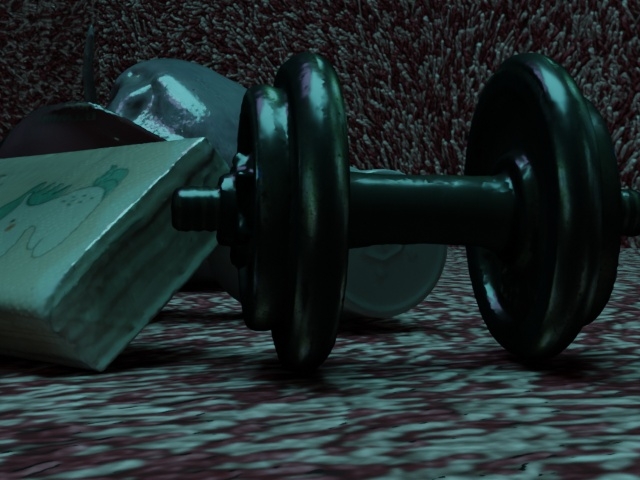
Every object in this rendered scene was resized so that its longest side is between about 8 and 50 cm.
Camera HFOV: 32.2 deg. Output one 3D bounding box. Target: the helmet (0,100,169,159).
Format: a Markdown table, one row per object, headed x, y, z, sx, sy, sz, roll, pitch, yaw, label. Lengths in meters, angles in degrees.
| x | y | z | sx | sy | sz | roll | pitch | yaw | label |
| --- | --- | --- | --- | --- | --- | --- | --- | --- | --- |
| -0.217 | -0.012 | 1.017 | 0.198 | 0.154 | 0.253 | 27 | -18 | -29 | helmet |

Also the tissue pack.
| x | y | z | sx | sy | sz | roll | pitch | yaw | label |
| --- | --- | --- | --- | --- | --- | --- | --- | --- | --- |
| -0.215 | 0.005 | 0.791 | 0.325 | 0.071 | 0.170 | 0 | 42 | 44 | tissue pack |

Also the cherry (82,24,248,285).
| x | y | z | sx | sy | sz | roll | pitch | yaw | label |
| --- | --- | --- | --- | --- | --- | --- | --- | --- | --- |
| -0.160 | -0.083 | 1.437 | 0.335 | 0.291 | 0.326 | 19 | 7 | 11 | cherry |

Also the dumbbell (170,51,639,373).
| x | y | z | sx | sy | sz | roll | pitch | yaw | label |
| --- | --- | --- | --- | --- | --- | --- | --- | --- | --- |
| 0.056 | -0.018 | 0.664 | 0.290 | 0.192 | 0.192 | 0 | 1 | -10 | dumbbell |

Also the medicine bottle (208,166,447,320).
| x | y | z | sx | sy | sz | roll | pitch | yaw | label |
| --- | --- | --- | --- | --- | --- | --- | --- | --- | --- |
| 0.000 | 0.000 | 0.949 | 0.139 | 0.139 | 0.237 | -1 | 0 | -25 | medicine bottle |
